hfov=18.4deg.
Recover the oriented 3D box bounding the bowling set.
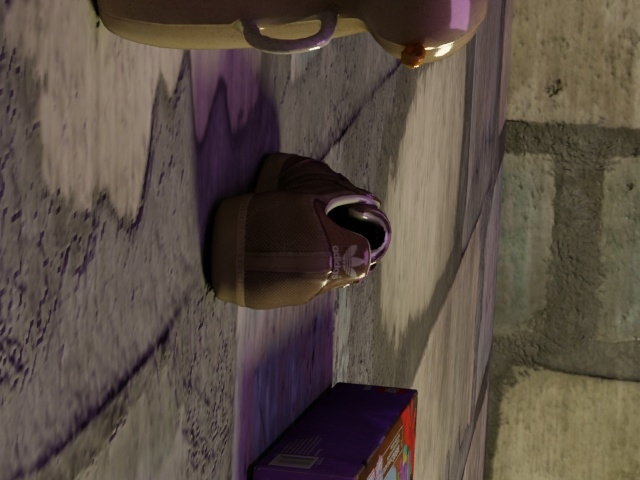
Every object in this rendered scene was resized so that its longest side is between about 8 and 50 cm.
[{"bbox_3d":[0.020,-0.198,0.685,0.287,0.154,0.200,-76,167,-51],"label":"bowling set"}]

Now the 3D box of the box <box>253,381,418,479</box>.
[{"bbox_3d":[0.009,0.202,1.130,0.293,0.057,0.201,-29,123,-80],"label":"box"}]

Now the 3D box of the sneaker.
[{"bbox_3d":[0.000,0.000,0.926,0.188,0.071,0.066,-50,143,-75],"label":"sneaker"}]
